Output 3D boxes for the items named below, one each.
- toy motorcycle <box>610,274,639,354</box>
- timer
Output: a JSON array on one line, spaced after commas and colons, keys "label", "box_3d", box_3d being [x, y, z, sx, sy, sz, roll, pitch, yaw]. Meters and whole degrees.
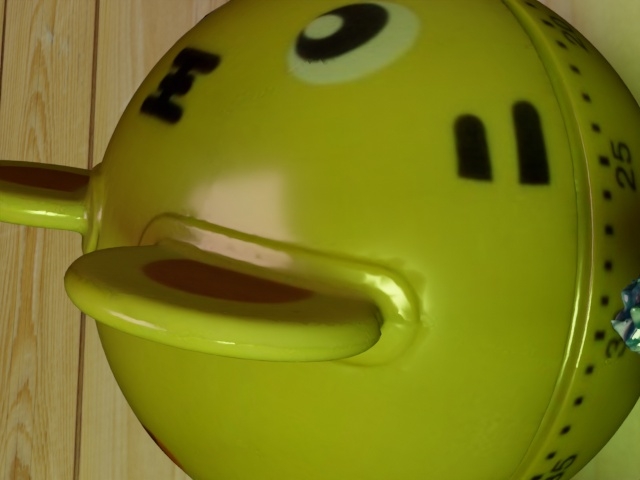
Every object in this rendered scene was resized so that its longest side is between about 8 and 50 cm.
[{"label": "toy motorcycle", "box_3d": [0.196, 0.075, 0.597, 0.108, 0.204, 0.239, -46, 47, 28]}, {"label": "timer", "box_3d": [0.000, 0.000, 0.768, 0.376, 0.386, 0.376, -15, 72, 57]}]
